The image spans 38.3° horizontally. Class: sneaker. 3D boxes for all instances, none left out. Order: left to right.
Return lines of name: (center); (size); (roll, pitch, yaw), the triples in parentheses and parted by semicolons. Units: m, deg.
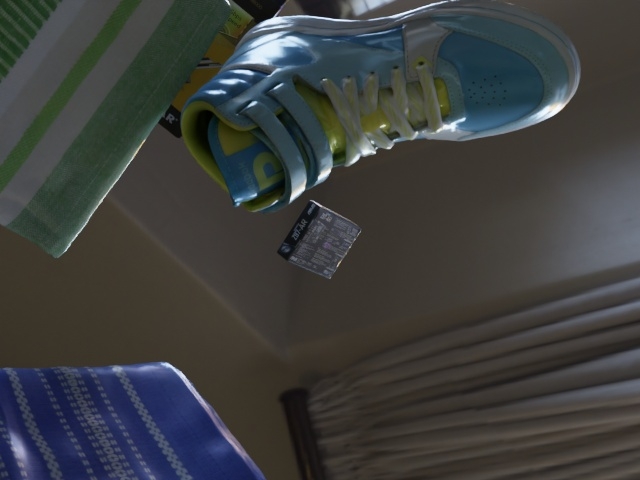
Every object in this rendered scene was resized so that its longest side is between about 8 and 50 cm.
sneaker: (0.031, -0.094, 0.738); (0.208, 0.319, 0.127); (-53, -45, -44)

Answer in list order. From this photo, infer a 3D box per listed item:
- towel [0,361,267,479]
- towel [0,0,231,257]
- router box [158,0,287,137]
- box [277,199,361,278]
towel: (-0.169, 0.128, 0.462); (0.336, 0.243, 0.040); (7, -67, -39)
towel: (-0.222, -0.166, 0.595); (0.248, 0.038, 0.325); (-56, -45, -6)
router box: (-0.221, -0.310, 1.120); (0.309, 0.243, 0.081); (37, -143, -10)
box: (0.000, 0.000, 0.979); (0.083, 0.018, 0.067); (24, -80, -52)
